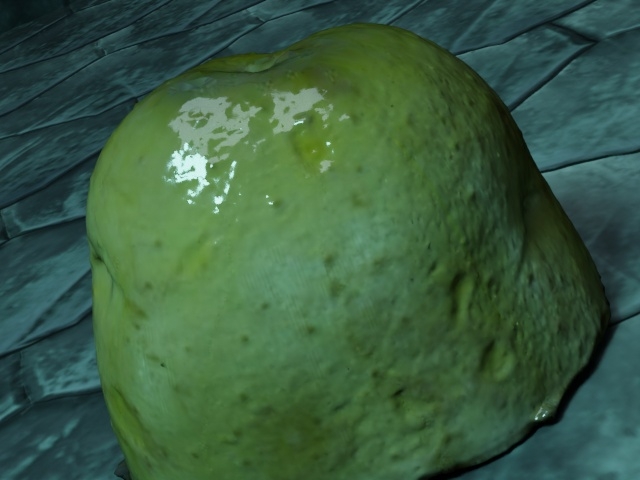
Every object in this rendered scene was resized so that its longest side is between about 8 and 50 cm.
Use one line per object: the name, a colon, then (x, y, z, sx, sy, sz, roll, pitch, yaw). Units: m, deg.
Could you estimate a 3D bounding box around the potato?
potato: (0.000, 0.000, 0.727, 0.285, 0.242, 0.242, -22, 23, -7)
